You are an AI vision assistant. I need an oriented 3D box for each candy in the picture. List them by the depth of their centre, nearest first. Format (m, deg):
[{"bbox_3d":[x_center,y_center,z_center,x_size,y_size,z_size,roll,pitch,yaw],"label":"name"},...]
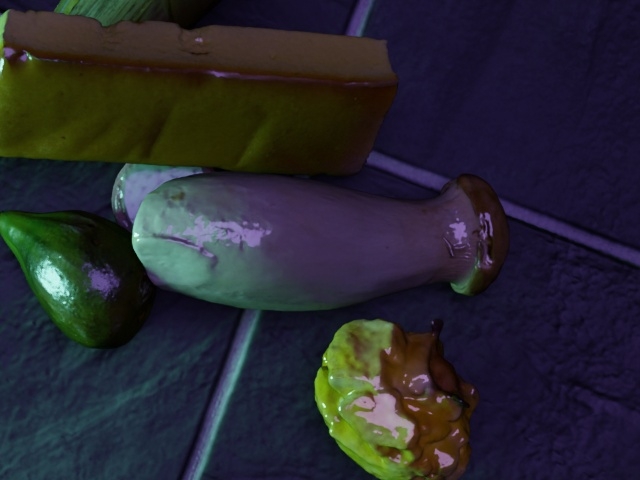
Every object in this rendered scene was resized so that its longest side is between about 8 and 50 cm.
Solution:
[{"bbox_3d":[-0.139,-0.036,1.821,0.103,0.043,0.103,1,84,-7],"label":"candy"}]

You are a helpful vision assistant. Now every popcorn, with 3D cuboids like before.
[{"bbox_3d":[0.066,0.143,1.768,0.152,0.148,0.167,-40,103,20],"label":"popcorn"}]

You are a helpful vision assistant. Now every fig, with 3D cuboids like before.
[{"bbox_3d":[-0.223,0.015,1.777,0.177,0.117,0.117,42,79,16],"label":"fig"}]

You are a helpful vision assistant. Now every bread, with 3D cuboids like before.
[{"bbox_3d":[-0.123,-0.128,1.753,0.361,0.138,0.077,3,54,-18],"label":"bread"}]

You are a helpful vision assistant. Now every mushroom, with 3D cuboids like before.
[{"bbox_3d":[0.000,0.000,1.784,0.350,0.128,0.128,-2,82,-17],"label":"mushroom"}]

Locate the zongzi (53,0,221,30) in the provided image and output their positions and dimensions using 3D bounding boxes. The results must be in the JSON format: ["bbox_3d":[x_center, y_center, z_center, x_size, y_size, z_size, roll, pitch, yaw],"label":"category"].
[{"bbox_3d":[-0.128,-0.218,1.754,0.115,0.256,0.228,39,80,-33],"label":"zongzi"}]
